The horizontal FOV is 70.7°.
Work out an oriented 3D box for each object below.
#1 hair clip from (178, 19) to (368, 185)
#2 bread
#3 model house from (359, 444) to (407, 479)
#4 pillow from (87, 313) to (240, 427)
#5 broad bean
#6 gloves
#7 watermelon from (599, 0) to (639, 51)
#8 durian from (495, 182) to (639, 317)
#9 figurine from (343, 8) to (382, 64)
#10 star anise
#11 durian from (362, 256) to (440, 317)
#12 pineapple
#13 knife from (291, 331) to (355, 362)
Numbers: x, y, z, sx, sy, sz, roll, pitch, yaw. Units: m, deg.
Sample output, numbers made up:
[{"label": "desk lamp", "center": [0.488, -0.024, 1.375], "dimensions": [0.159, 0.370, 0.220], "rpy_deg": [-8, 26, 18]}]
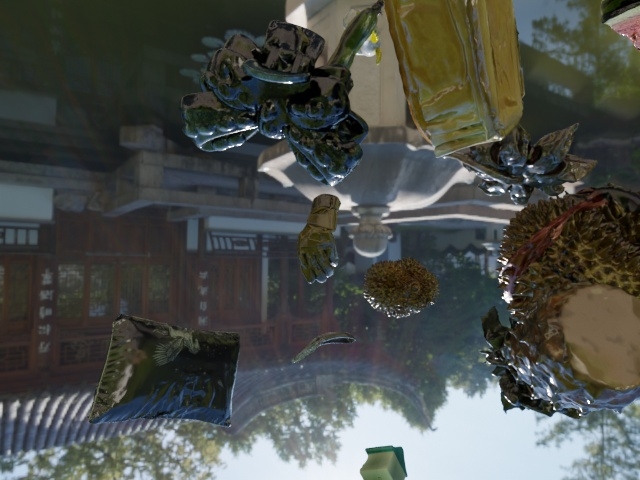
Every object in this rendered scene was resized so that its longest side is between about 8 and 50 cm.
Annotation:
[{"label": "hair clip", "center": [-0.068, -0.221, 0.736], "dimensions": [0.310, 0.194, 0.206], "rpy_deg": [15, 132, -1]}, {"label": "bread", "center": [0.148, -0.226, 0.496], "dimensions": [0.107, 0.241, 0.136], "rpy_deg": [2, -151, 42]}, {"label": "model house", "center": [0.203, 0.708, 1.410], "dimensions": [0.101, 0.127, 0.149], "rpy_deg": [-19, -167, 28]}, {"label": "pillow", "center": [-0.200, 0.182, 0.626], "dimensions": [0.055, 0.141, 0.208], "rpy_deg": [-13, 153, 39]}, {"label": "broad bean", "center": [0.067, -0.498, 1.209], "dimensions": [0.061, 0.339, 0.077], "rpy_deg": [16, -157, -44]}, {"label": "gloves", "center": [-0.005, -0.006, 1.662], "dimensions": [0.154, 0.331, 0.141], "rpy_deg": [9, 172, 19]}, {"label": "watermelon", "center": [0.599, -0.439, 0.832], "dimensions": [0.145, 0.137, 0.193], "rpy_deg": [14, -161, -27]}, {"label": "durian", "center": [0.517, 0.056, 0.855], "dimensions": [0.348, 0.347, 0.384], "rpy_deg": [2, -158, -23]}, {"label": "figurine", "center": [0.128, -0.597, 1.291], "dimensions": [0.109, 0.129, 0.178], "rpy_deg": [-38, 153, 4]}, {"label": "star anise", "center": [0.333, -0.130, 0.795], "dimensions": [0.263, 0.081, 0.230], "rpy_deg": [10, 163, 31]}, {"label": "durian", "center": [0.171, 0.104, 1.000], "dimensions": [0.158, 0.136, 0.168], "rpy_deg": [26, 161, -13]}, {"label": "pineapple", "center": [0.290, 0.150, 0.592], "dimensions": [0.141, 0.170, 0.310], "rpy_deg": [-30, 159, -13]}, {"label": "knife", "center": [0.030, 0.305, 1.379], "dimensions": [0.123, 0.053, 0.278], "rpy_deg": [-35, 161, 27]}]
